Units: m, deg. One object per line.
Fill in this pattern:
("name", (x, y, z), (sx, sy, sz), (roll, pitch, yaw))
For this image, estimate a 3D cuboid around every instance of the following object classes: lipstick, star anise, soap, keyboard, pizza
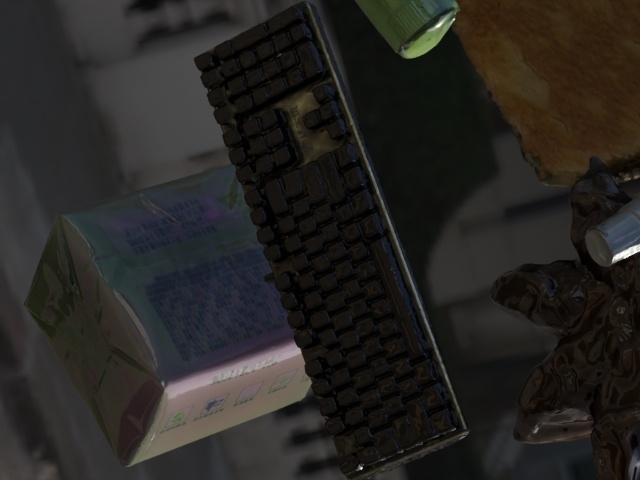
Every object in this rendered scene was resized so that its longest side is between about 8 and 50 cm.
("lipstick", (0.016, -0.304, 1.796), (0.304, 0.076, 0.076), (54, 0, 9))
("star anise", (0.259, 0.052, 1.446), (0.108, 0.315, 0.315), (14, 53, -42))
("soap", (-0.111, 0.058, 1.585), (0.182, 0.199, 0.138), (54, -41, 23))
("keyboard", (0.000, 0.000, 1.287), (0.027, 0.106, 0.317), (8, 59, -62))
("pizza", (0.286, -0.195, 2.041), (0.435, 0.080, 0.392), (25, -36, 36))

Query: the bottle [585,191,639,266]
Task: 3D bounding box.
("bottle", (0.258, -0.040, 1.230), (0.060, 0.217, 0.060), (46, -27, 32))
